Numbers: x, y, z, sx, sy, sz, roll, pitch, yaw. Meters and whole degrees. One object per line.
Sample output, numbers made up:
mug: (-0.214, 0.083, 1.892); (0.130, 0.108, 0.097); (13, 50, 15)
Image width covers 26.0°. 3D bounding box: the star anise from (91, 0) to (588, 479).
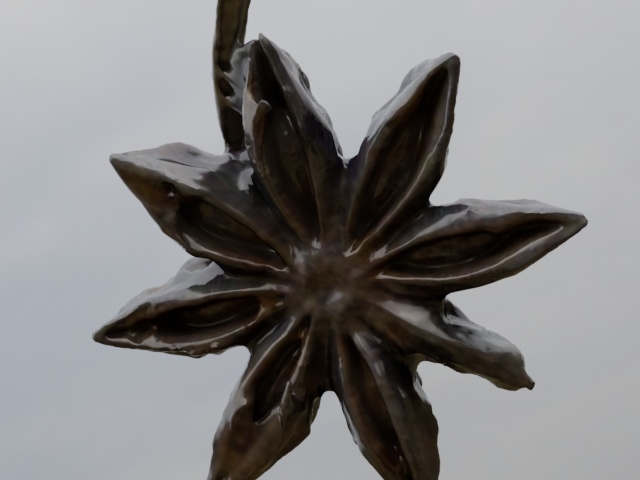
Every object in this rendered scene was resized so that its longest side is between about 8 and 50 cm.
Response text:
star anise: (0.001, 0.000, 0.615); (0.230, 0.262, 0.081); (-15, 7, 19)
